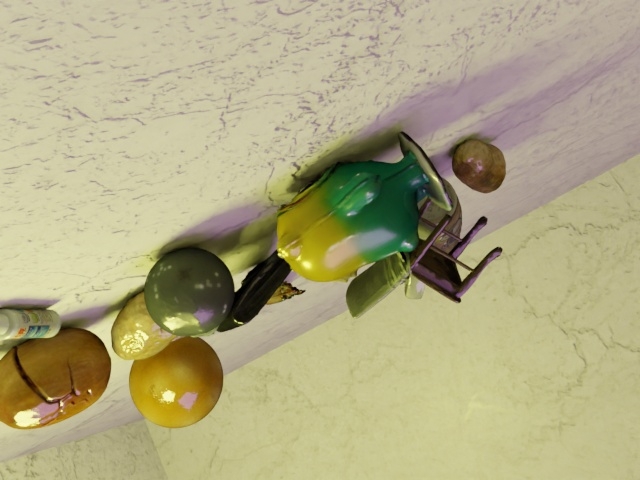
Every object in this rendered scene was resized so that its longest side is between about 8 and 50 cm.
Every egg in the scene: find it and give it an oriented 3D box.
[{"bbox_3d":[-0.434,0.421,2.181,0.283,0.282,0.351,-22,167,-18],"label":"egg"}]

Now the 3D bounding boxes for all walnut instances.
[{"bbox_3d":[-0.602,0.314,1.594,0.298,0.203,0.203,-32,173,-36],"label":"walnut"}]

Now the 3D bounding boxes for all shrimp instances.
[{"bbox_3d":[-0.108,0.146,2.217,0.117,0.066,0.262,-34,-170,-37],"label":"shrimp"}]

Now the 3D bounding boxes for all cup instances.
[{"bbox_3d":[0.236,-0.014,1.764,0.227,0.301,0.257,5,159,4],"label":"cup"}]

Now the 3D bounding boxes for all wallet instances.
[{"bbox_3d":[-0.156,0.113,1.696,0.228,0.062,0.406,-53,-174,-17],"label":"wallet"}]

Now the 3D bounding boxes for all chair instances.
[{"bbox_3d":[0.221,0.063,1.592,0.319,0.186,0.160,-52,-159,25],"label":"chair"}]

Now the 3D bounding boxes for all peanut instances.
[{"bbox_3d":[0.384,-0.185,1.750,0.120,0.110,0.236,-25,159,17],"label":"peanut"}]

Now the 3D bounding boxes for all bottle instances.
[{"bbox_3d":[-0.576,0.155,1.352,0.060,0.060,0.217,-28,166,11],"label":"bottle"}]

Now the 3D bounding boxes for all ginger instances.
[{"bbox_3d":[-0.407,0.196,1.675,0.267,0.138,0.152,-31,-148,46],"label":"ginger"}]

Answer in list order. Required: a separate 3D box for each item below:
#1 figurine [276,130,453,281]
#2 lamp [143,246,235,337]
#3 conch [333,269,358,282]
[{"bbox_3d":[0.071,-0.045,1.419,0.340,0.231,0.323,-33,164,2],"label":"figurine"},{"bbox_3d":[-0.284,0.138,1.520,0.182,0.182,0.314,-19,157,-28],"label":"lamp"},{"bbox_3d":[0.000,0.000,1.650,0.178,0.163,0.245,-17,144,21],"label":"conch"}]
